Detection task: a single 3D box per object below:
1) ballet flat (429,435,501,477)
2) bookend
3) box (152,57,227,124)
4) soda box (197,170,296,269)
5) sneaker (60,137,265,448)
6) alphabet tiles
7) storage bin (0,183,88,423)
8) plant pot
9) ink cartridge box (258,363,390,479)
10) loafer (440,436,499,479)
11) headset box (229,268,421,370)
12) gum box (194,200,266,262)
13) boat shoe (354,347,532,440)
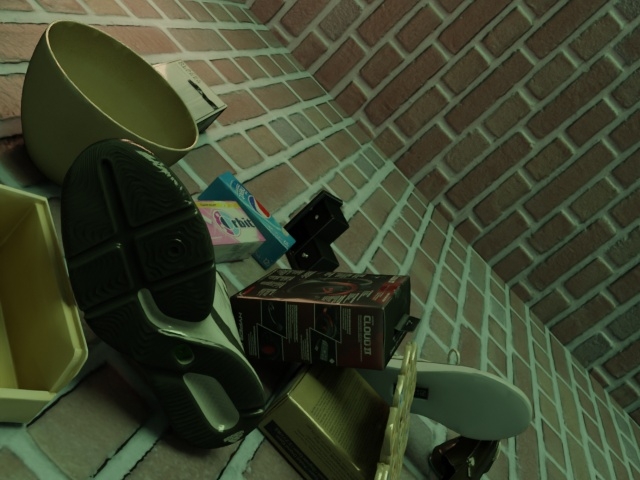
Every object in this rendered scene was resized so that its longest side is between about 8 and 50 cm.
[{"bbox_3d":[0.331,0.450,1.519,0.095,0.096,0.280,56,22,23],"label":"ballet flat"},{"bbox_3d":[0.000,0.000,1.598,0.072,0.156,0.157,26,30,-45],"label":"bookend"},{"bbox_3d":[-0.335,-0.309,1.597,0.169,0.087,0.290,45,21,-6],"label":"box"},{"bbox_3d":[-0.153,-0.043,1.494,0.210,0.071,0.067,46,21,-2],"label":"soda box"},{"bbox_3d":[-0.220,0.048,0.956,0.257,0.169,0.447,-127,-163,-59],"label":"sneaker"},{"bbox_3d":[0.123,0.314,1.162,0.278,0.021,0.284,84,21,-47],"label":"alphabet tiles"},{"bbox_3d":[-0.413,0.049,0.749,0.262,0.123,0.260,21,33,-50],"label":"storage bin"},{"bbox_3d":[-0.371,-0.188,1.162,0.284,0.191,0.284,40,21,-19],"label":"plant pot"},{"bbox_3d":[0.019,0.300,1.191,0.193,0.088,0.235,46,21,2],"label":"ink cartridge box"},{"bbox_3d":[0.273,0.420,1.355,0.078,0.080,0.220,31,65,2],"label":"loafer"},{"bbox_3d":[0.022,0.129,1.227,0.218,0.293,0.110,-33,123,-69],"label":"headset box"},{"bbox_3d":[-0.197,-0.018,1.368,0.107,0.062,0.188,53,24,16],"label":"gum box"},{"bbox_3d":[0.221,0.283,1.386,0.367,0.135,0.156,7,13,11],"label":"boat shoe"}]
